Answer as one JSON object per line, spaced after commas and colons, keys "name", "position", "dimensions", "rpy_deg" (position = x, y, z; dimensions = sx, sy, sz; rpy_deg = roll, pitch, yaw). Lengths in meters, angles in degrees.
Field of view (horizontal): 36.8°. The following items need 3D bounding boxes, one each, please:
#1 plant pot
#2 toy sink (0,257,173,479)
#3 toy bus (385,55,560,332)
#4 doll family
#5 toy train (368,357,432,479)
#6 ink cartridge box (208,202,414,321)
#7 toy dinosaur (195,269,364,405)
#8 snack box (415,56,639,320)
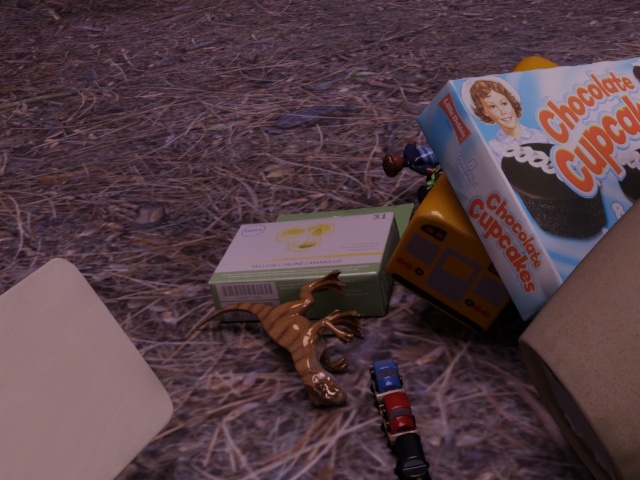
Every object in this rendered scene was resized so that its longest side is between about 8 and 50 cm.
{"name": "plant pot", "position": [0.278, 0.047, 0.621], "dimensions": [0.274, 0.256, 0.256], "rpy_deg": [-30, 28, -2]}
{"name": "toy sink", "position": [-0.246, 0.143, 0.671], "dimensions": [0.131, 0.153, 0.234], "rpy_deg": [-24, 15, 41]}
{"name": "toy bus", "position": [0.180, -0.064, 0.908], "dimensions": [0.108, 0.130, 0.333], "rpy_deg": [31, 49, 8]}
{"name": "doll family", "position": [0.142, -0.064, 1.059], "dimensions": [0.111, 0.076, 0.193], "rpy_deg": [-20, 22, -8]}
{"name": "toy train", "position": [0.058, 0.135, 0.728], "dimensions": [0.027, 0.036, 0.158], "rpy_deg": [-12, 26, -2]}
{"name": "ink cartridge box", "position": [0.000, 0.000, 1.004], "dimensions": [0.171, 0.056, 0.235], "rpy_deg": [-4, 29, 16]}
{"name": "toy dinosaur", "position": [-0.029, 0.072, 0.860], "dimensions": [0.112, 0.064, 0.211], "rpy_deg": [-24, 29, -22]}
{"name": "snack box", "position": [0.250, -0.060, 0.813], "dimensions": [0.321, 0.187, 0.060], "rpy_deg": [-13, -22, -35]}
